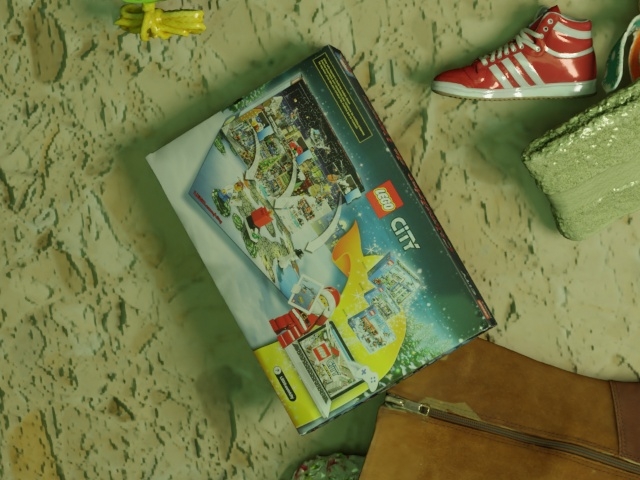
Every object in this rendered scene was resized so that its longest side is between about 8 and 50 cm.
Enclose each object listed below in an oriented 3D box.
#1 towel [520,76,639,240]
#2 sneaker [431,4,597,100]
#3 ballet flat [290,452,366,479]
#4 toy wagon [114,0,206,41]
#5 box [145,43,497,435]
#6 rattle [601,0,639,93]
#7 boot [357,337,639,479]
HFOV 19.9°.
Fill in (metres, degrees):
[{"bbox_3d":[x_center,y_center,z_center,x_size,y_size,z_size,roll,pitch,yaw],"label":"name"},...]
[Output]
[{"bbox_3d":[0.221,-0.063,1.281,0.148,0.027,0.110,-27,135,8],"label":"towel"},{"bbox_3d":[0.137,-0.134,1.294,0.118,0.042,0.067,-2,105,-2],"label":"sneaker"},{"bbox_3d":[0.089,0.225,1.353,0.241,0.077,0.091,20,105,1],"label":"ballet flat"},{"bbox_3d":[-0.121,-0.305,1.231,0.267,0.068,0.344,4,102,23],"label":"toy wagon"},{"bbox_3d":[0.000,0.000,1.306,0.159,0.044,0.233,-30,83,10],"label":"box"},{"bbox_3d":[0.224,-0.213,1.263,0.143,0.130,0.200,41,134,14],"label":"rattle"},{"bbox_3d":[0.161,0.205,1.292,0.280,0.096,0.264,14,77,2],"label":"boot"}]
